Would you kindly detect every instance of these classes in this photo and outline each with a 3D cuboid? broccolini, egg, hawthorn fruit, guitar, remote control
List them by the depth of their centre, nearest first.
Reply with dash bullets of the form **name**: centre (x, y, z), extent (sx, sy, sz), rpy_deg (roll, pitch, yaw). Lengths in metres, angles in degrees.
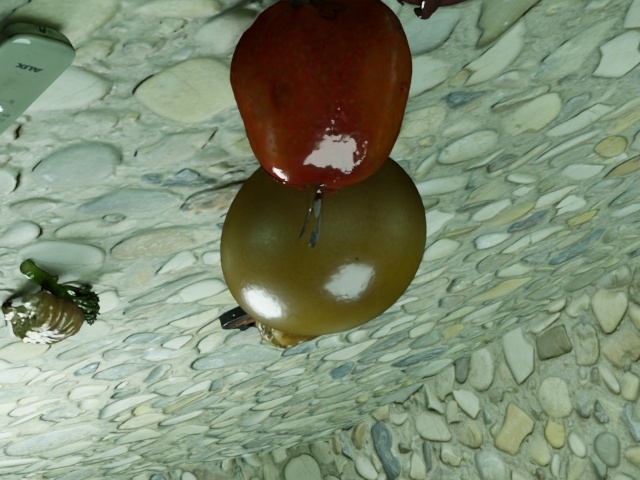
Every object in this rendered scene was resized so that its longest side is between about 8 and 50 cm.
- **remote control**: centre (-0.389, -0.146, 1.149), extent (0.309, 0.038, 0.090), rpy_deg (-33, 156, 33)
- **hawthorn fruit**: centre (0.002, -0.140, 1.182), extent (0.211, 0.299, 0.211), rpy_deg (0, -173, 0)
- **egg**: centre (0.000, 0.000, 1.520), extent (0.282, 0.283, 0.351), rpy_deg (-2, 154, -40)
- **broccolini**: centre (-0.422, 0.076, 1.680), extent (0.058, 0.067, 0.216), rpy_deg (-23, 151, 2)
- **guitar**: centre (-0.136, 0.178, 2.224), extent (0.088, 0.025, 0.233), rpy_deg (-26, 160, 17)

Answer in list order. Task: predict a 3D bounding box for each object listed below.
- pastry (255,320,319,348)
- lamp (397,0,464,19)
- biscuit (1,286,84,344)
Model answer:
- **pastry**: centre (0.005, 0.074, 1.890), extent (0.310, 0.162, 0.255), rpy_deg (-13, 152, -38)
- **lamp**: centre (0.114, -0.322, 0.954), extent (0.180, 0.180, 0.258), rpy_deg (-15, 160, -12)
- **biscuit**: centre (-0.451, 0.134, 1.677), extent (0.118, 0.061, 0.183), rpy_deg (24, 152, -28)
